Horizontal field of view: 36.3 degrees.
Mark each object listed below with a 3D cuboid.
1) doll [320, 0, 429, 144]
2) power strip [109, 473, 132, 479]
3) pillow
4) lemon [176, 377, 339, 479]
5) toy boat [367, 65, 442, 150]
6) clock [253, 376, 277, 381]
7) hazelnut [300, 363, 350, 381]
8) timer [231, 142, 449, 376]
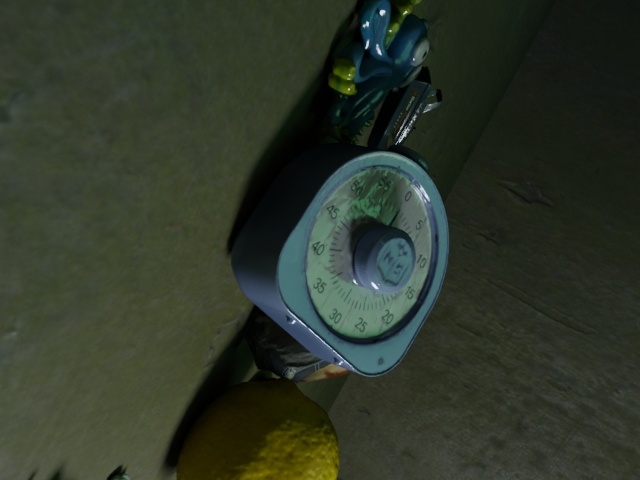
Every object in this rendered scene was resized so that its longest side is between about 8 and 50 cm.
[{"bbox_3d":[0.106,-0.294,1.656,0.341,0.099,0.346,-54,164,-37],"label":"doll"},{"bbox_3d":[-0.338,0.410,1.625,0.055,0.035,0.083,-60,155,-3],"label":"power strip"},{"bbox_3d":[-0.001,0.157,1.862,0.335,0.161,0.092,-33,159,21],"label":"pillow"},{"bbox_3d":[-0.119,0.442,1.913,0.336,0.336,0.336,-57,167,-20],"label":"lemon"},{"bbox_3d":[0.170,-0.251,2.030,0.093,0.103,0.246,-87,-159,-57],"label":"toy boat"},{"bbox_3d":[-0.178,0.463,2.278,0.318,0.080,0.318,-56,167,-19],"label":"clock"},{"bbox_3d":[0.013,0.179,2.037,0.261,0.241,0.261,-12,126,-17],"label":"hazelnut"},{"bbox_3d":[0.068,0.008,1.627,0.395,0.173,0.395,-11,107,-39],"label":"timer"}]
